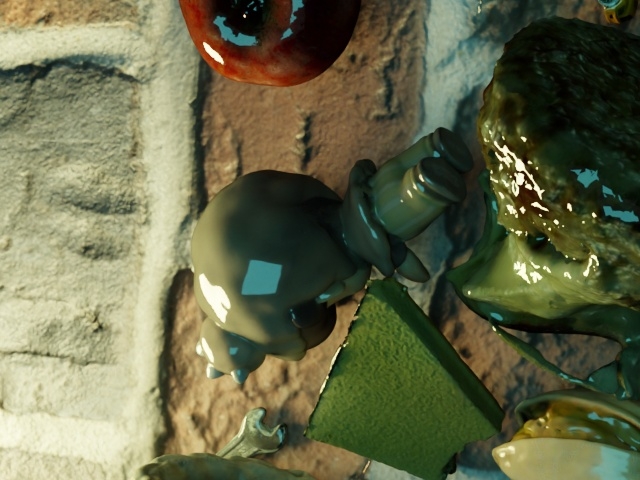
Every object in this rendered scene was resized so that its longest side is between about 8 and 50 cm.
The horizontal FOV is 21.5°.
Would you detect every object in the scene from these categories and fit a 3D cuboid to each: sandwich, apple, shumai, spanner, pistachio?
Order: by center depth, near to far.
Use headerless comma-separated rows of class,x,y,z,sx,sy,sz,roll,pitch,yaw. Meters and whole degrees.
shumai,0.282,-0.022,1.815,0.395,0.395,0.348,44,126,14
pistachio,0.312,0.246,1.894,0.230,0.157,0.157,15,95,22
sandwich,0.116,0.163,1.929,0.212,0.063,0.245,20,130,-3
apple,-0.055,-0.288,1.976,0.234,0.234,0.234,0,90,19
spanner,-0.161,0.313,2.120,0.302,0.017,0.071,-42,77,15

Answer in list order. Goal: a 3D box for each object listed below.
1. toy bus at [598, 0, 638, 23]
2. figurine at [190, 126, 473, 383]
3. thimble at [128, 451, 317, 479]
toy bus,0.357,-0.327,1.911,0.074,0.069,0.162,5,91,17
figurine,0.001,0.000,1.949,0.381,0.203,0.248,-29,47,23
thimble,-0.094,0.375,1.952,0.292,0.291,0.195,16,100,19
